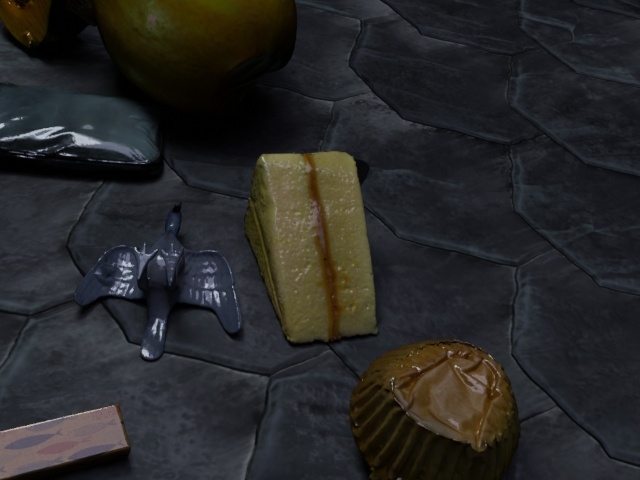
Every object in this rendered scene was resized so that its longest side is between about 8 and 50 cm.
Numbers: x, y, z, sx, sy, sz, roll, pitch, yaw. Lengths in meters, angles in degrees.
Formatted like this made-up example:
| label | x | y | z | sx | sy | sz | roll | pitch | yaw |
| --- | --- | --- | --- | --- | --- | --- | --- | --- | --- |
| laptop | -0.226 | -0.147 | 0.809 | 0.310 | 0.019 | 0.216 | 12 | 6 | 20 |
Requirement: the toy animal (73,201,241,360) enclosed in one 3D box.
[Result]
| label | x | y | z | sx | sy | sz | roll | pitch | yaw |
| --- | --- | --- | --- | --- | --- | --- | --- | --- | --- |
| toy animal | -0.223 | 0.053 | 1.321 | 0.239 | 0.176 | 0.255 | 9 | 77 | 0 |

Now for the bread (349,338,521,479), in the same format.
| label | x | y | z | sx | sy | sz | roll | pitch | yaw |
| --- | --- | --- | --- | --- | --- | --- | --- | --- | --- |
| bread | 0.156 | 0.224 | 1.185 | 0.240 | 0.139 | 0.240 | 10 | 40 | -8 |

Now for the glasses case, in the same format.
| label | x | y | z | sx | sy | sz | roll | pitch | yaw |
| --- | --- | --- | --- | --- | --- | --- | --- | --- | --- |
| glasses case | -0.324 | 0.254 | 1.103 | 0.170 | 0.041 | 0.064 | -10 | 58 | -24 |

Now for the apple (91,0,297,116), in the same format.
| label | x | y | z | sx | sy | sz | roll | pitch | yaw |
| --- | --- | --- | --- | --- | --- | --- | --- | --- | --- |
| apple | -0.208 | -0.403 | 1.623 | 0.374 | 0.374 | 0.384 | 30 | 16 | 17 |

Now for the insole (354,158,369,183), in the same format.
| label | x | y | z | sx | sy | sz | roll | pitch | yaw |
| --- | --- | --- | --- | --- | --- | --- | --- | --- | --- |
| insole | 0.045 | -0.092 | 1.594 | 0.064 | 0.004 | 0.188 | 20 | 42 | 6 |

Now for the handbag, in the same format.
| label | x | y | z | sx | sy | sz | roll | pitch | yaw |
| --- | --- | --- | --- | --- | --- | --- | --- | --- | --- |
| handbag | -0.432 | -0.191 | 1.532 | 0.332 | 0.075 | 0.191 | 6 | 45 | -14 |

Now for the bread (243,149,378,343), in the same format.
| label | x | y | z | sx | sy | sz | roll | pitch | yaw |
| --- | --- | --- | --- | --- | --- | --- | --- | --- | --- |
| bread | 0.001 | 0.004 | 1.365 | 0.168 | 0.163 | 0.264 | -6 | 46 | -21 |

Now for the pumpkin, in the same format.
| label | x | y | z | sx | sy | sz | roll | pitch | yaw |
| --- | --- | --- | --- | --- | --- | --- | --- | --- | --- |
| pumpkin | -0.484 | -0.488 | 1.661 | 0.222 | 0.317 | 0.139 | 49 | 44 | 8 |
